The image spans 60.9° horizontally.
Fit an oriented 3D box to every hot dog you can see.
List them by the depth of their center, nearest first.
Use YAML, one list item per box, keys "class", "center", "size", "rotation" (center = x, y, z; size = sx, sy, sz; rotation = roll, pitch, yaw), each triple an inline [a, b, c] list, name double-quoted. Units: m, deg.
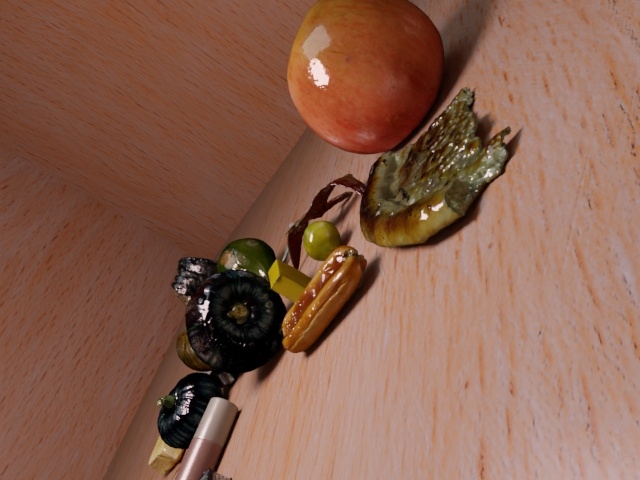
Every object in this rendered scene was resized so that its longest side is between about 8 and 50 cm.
- class: "hot dog"
  center: [0.005, 0.115, 1.004]
  size: [0.249, 0.068, 0.100]
  rotation: [-54, 24, 28]

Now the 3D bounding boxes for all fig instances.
- class: "fig"
  center: [-0.199, 0.094, 1.633]
  size: [0.245, 0.195, 0.195]
  rotation: [18, 74, 40]

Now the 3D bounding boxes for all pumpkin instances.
- class: "pumpkin"
  center: [-0.189, 0.180, 1.217]
  size: [0.233, 0.233, 0.163]
  rotation: [-65, 2, -26]
- class: "pumpkin"
  center: [-0.330, 0.430, 1.380]
  size: [0.194, 0.150, 0.194]
  rotation: [-42, -1, -1]
- class: "pumpkin"
  center: [-0.275, 0.248, 1.425]
  size: [0.219, 0.162, 0.219]
  rotation: [-19, 10, 4]

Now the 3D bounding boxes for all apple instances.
- class: "apple"
  center: [0.092, -0.387, 1.238]
  size: [0.364, 0.364, 0.364]
  rotation: [-54, 14, 20]

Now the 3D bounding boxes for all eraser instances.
- class: "eraser"
  center: [-0.067, 0.098, 1.241]
  size: [0.045, 0.097, 0.122]
  rotation: [-56, 15, 8]

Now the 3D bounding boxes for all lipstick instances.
- class: "lipstick"
  center: [-0.254, 0.467, 1.159]
  size: [0.070, 0.070, 0.254]
  rotation: [-42, 21, 51]

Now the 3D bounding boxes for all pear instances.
- class: "pear"
  center: [0.000, 0.000, 1.212]
  size: [0.092, 0.092, 0.097]
  rotation: [-57, 42, 9]

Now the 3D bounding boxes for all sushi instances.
- class: "sushi"
  center: [-0.366, 0.175, 1.814]
  size: [0.350, 0.211, 0.171]
  rotation: [81, -161, -69]

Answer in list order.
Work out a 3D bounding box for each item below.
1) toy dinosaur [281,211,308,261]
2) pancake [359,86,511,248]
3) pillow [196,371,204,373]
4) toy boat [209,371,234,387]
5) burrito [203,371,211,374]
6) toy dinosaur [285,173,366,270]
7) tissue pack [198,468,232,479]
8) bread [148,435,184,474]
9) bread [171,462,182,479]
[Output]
- class: "toy dinosaur"
  center: [-0.081, -0.006, 1.663]
  size: [0.106, 0.044, 0.187]
  rotation: [-59, -11, -87]
- class: "pancake"
  center: [0.169, -0.115, 0.925]
  size: [0.305, 0.067, 0.427]
  rotation: [-51, 13, 23]
- class: "pillow"
  center: [-0.313, 0.341, 1.703]
  size: [0.229, 0.050, 0.148]
  rotation: [-38, 30, 49]
- class: "toy boat"
  center: [-0.259, 0.360, 1.460]
  size: [0.066, 0.059, 0.140]
  rotation: [-32, 0, -31]
- class: "burrito"
  center: [-0.307, 0.389, 1.553]
  size: [0.203, 0.064, 0.064]
  rotation: [-58, 13, 8]
- class: "toy dinosaur"
  center: [0.001, -0.037, 1.341]
  size: [0.327, 0.113, 0.206]
  rotation: [-42, -8, 19]
- class: "tissue pack"
  center: [-0.208, 0.513, 0.883]
  size: [0.173, 0.073, 0.235]
  rotation: [-57, 14, 6]
- class: "bread"
  center: [-0.415, 0.556, 1.556]
  size: [0.125, 0.068, 0.188]
  rotation: [-49, 17, 36]
- class: "bread"
  center: [-0.305, 0.560, 1.207]
  size: [0.129, 0.044, 0.126]
  rotation: [-41, 29, 45]
